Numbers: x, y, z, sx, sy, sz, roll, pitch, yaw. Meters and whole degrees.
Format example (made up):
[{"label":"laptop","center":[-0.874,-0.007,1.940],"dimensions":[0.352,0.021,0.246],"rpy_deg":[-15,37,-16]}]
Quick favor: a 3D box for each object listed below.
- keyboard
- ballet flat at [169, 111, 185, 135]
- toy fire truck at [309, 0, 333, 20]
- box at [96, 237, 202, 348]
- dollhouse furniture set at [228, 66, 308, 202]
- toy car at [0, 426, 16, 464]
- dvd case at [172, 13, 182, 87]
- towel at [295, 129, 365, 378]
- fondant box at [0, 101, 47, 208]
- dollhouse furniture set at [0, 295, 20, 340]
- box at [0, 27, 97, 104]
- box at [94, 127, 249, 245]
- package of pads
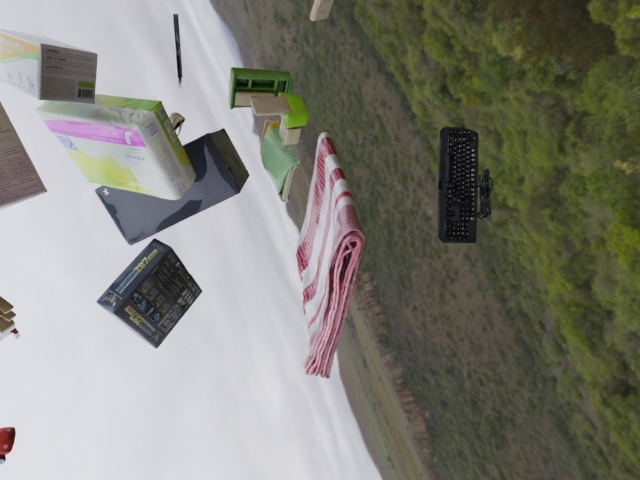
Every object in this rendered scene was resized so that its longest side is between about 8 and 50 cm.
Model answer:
[{"label":"keyboard","center":[0.245,-0.091,0.755],"dimensions":[0.038,0.100,0.192],"rpy_deg":[-172,82,-74]},{"label":"ballet flat","center":[-0.509,-0.353,1.536],"dimensions":[0.052,0.168,0.057],"rpy_deg":[28,175,-5]},{"label":"toy fire truck","center":[-0.034,-0.534,0.821],"dimensions":[0.158,0.217,0.246],"rpy_deg":[26,136,61]},{"label":"box","center":[-0.385,0.129,1.066],"dimensions":[0.059,0.183,0.232],"rpy_deg":[25,155,20]},{"label":"dollhouse furniture set","center":[-0.153,-0.260,1.192],"dimensions":[0.301,0.151,0.197],"rpy_deg":[109,148,-49]},{"label":"toy car","center":[-0.664,0.442,0.812],"dimensions":[0.053,0.239,0.225],"rpy_deg":[44,-135,-45]},{"label":"dvd case","center":[-0.417,-0.543,1.337],"dimensions":[0.221,0.018,0.164],"rpy_deg":[-149,57,-70]},{"label":"towel","center":[0.000,0.000,0.678],"dimensions":[0.329,0.037,0.237],"rpy_deg":[-100,18,-57]},{"label":"fondant box","center":[-0.625,-0.191,0.740],"dimensions":[0.096,0.238,0.330],"rpy_deg":[-47,-59,-56]},{"label":"dollhouse furniture set","center":[-0.937,0.231,1.196],"dimensions":[0.152,0.201,0.374],"rpy_deg":[47,143,-3]},{"label":"box","center":[-0.562,-0.352,0.923],"dimensions":[0.203,0.103,0.114],"rpy_deg":[25,-157,28]},{"label":"box","center":[-0.408,-0.169,1.336],"dimensions":[0.312,0.343,0.179],"rpy_deg":[-101,-15,-74]},{"label":"package of pads","center":[-0.454,-0.212,1.044],"dimensions":[0.229,0.297,0.101],"rpy_deg":[76,-148,-51]}]
